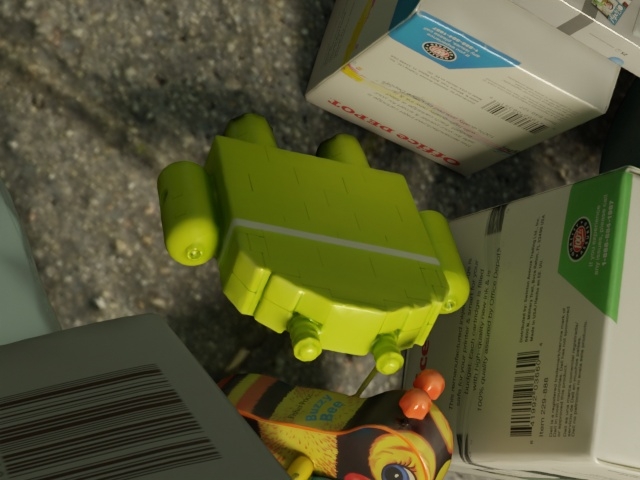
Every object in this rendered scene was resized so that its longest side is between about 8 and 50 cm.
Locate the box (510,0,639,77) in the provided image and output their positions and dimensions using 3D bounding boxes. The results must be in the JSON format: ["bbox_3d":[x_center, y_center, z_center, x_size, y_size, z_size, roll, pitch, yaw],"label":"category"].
[{"bbox_3d":[0.242,-0.201,1.011,0.186,0.038,0.145,25,72,-17],"label":"box"}]

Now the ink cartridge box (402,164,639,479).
[{"bbox_3d":[0.186,0.079,1.064,0.121,0.289,0.211,14,77,-22],"label":"ink cartridge box"}]

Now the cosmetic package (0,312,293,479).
[{"bbox_3d":[-0.174,0.299,0.737,0.327,0.329,0.394,-12,108,-19],"label":"cosmetic package"}]

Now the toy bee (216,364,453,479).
[{"bbox_3d":[0.033,0.150,1.003,0.298,0.195,0.162,8,120,-1],"label":"toy bee"}]

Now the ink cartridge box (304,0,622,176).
[{"bbox_3d":[0.122,-0.180,1.107,0.171,0.232,0.168,25,72,-17],"label":"ink cartridge box"}]

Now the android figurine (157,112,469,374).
[{"bbox_3d":[0.000,0.000,1.040,0.248,0.056,0.273,10,34,-21],"label":"android figurine"}]

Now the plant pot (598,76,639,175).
[{"bbox_3d":[0.386,-0.084,1.176,0.247,0.248,0.252,13,34,-19],"label":"plant pot"}]

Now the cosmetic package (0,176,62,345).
[{"bbox_3d":[-0.418,0.079,0.889,0.453,0.161,0.230,-23,91,-23],"label":"cosmetic package"}]
